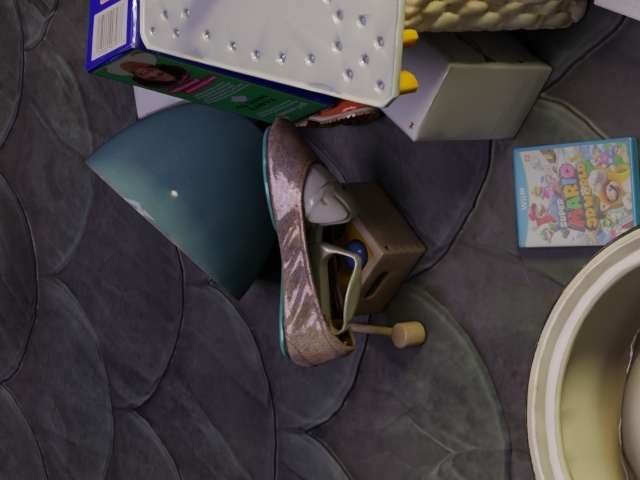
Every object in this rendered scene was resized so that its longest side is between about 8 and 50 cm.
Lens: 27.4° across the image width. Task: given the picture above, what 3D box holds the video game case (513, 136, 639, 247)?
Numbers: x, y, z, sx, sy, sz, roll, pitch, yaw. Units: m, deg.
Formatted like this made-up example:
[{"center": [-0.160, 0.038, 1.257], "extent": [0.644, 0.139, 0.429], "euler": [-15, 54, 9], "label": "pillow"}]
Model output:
[{"center": [0.292, -0.053, 1.506], "extent": [0.166, 0.015, 0.119], "euler": [-2, 93, 48], "label": "video game case"}]

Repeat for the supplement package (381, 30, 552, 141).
[{"center": [0.158, -0.185, 1.517], "extent": [0.105, 0.179, 0.105], "euler": [49, 127, 32], "label": "supplement package"}]

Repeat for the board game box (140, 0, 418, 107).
[{"center": [-0.043, -0.361, 1.338], "extent": [0.390, 0.050, 0.390], "euler": [20, 114, 41], "label": "board game box"}]

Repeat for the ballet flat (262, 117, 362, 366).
[{"center": [0.000, 0.000, 1.648], "extent": [0.106, 0.107, 0.316], "euler": [-3, 96, 27], "label": "ballet flat"}]

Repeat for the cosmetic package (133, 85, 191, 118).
[{"center": [-0.181, -0.393, 1.932], "extent": [0.284, 0.097, 0.377], "euler": [-14, 84, 49], "label": "cosmetic package"}]

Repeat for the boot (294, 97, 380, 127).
[{"center": [0.019, -0.194, 1.764], "extent": [0.158, 0.059, 0.084], "euler": [5, 93, 48], "label": "boot"}]

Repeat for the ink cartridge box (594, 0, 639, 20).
[{"center": [0.390, -0.263, 1.341], "extent": [0.209, 0.062, 0.109], "euler": [32, 117, 41], "label": "ink cartridge box"}]

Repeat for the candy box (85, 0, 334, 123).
[{"center": [-0.130, -0.316, 1.688], "extent": [0.122, 0.317, 0.268], "euler": [-14, 70, 50], "label": "candy box"}]

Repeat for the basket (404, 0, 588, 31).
[{"center": [0.163, -0.416, 1.380], "extent": [0.266, 0.331, 0.328], "euler": [49, 128, 31], "label": "basket"}]

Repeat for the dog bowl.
[{"center": [0.407, 0.176, 1.273], "extent": [0.408, 0.150, 0.408], "euler": [-3, 85, 42], "label": "dog bowl"}]

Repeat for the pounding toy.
[{"center": [0.052, 0.059, 1.724], "extent": [0.206, 0.094, 0.181], "euler": [56, 130, 29], "label": "pounding toy"}]

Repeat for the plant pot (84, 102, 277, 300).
[{"center": [-0.156, -0.083, 1.842], "extent": [0.195, 0.290, 0.290], "euler": [-47, 52, -4], "label": "plant pot"}]
